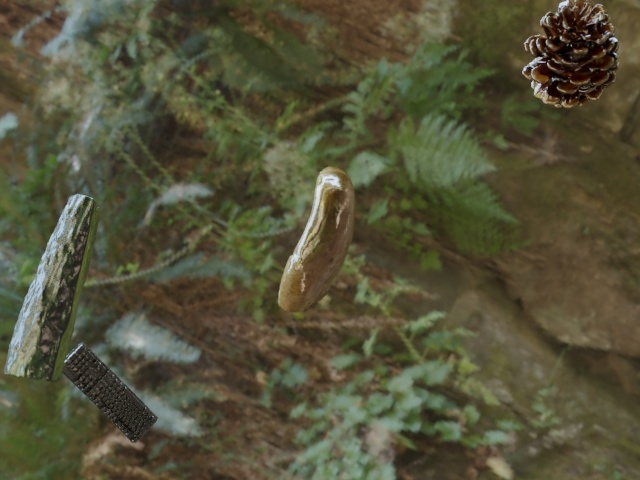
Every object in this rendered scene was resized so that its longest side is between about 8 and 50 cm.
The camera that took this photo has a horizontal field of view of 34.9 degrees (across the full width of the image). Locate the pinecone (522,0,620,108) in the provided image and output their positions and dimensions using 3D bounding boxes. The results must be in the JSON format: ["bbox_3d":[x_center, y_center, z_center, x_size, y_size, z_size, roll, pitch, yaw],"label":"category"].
[{"bbox_3d":[0.252,-0.188,1.005,0.102,0.102,0.109,-59,-9,-33],"label":"pinecone"}]

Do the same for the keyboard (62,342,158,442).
[{"bbox_3d":[-0.415,0.302,2.004,0.072,0.231,0.023,-44,22,-14],"label":"keyboard"}]

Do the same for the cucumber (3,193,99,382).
[{"bbox_3d":[-0.301,0.052,1.147,0.078,0.062,0.211,135,147,-81],"label":"cucumber"}]

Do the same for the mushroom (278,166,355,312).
[{"bbox_3d":[0.001,0.002,1.372,0.094,0.072,0.209,35,-105,-79],"label":"mushroom"}]
